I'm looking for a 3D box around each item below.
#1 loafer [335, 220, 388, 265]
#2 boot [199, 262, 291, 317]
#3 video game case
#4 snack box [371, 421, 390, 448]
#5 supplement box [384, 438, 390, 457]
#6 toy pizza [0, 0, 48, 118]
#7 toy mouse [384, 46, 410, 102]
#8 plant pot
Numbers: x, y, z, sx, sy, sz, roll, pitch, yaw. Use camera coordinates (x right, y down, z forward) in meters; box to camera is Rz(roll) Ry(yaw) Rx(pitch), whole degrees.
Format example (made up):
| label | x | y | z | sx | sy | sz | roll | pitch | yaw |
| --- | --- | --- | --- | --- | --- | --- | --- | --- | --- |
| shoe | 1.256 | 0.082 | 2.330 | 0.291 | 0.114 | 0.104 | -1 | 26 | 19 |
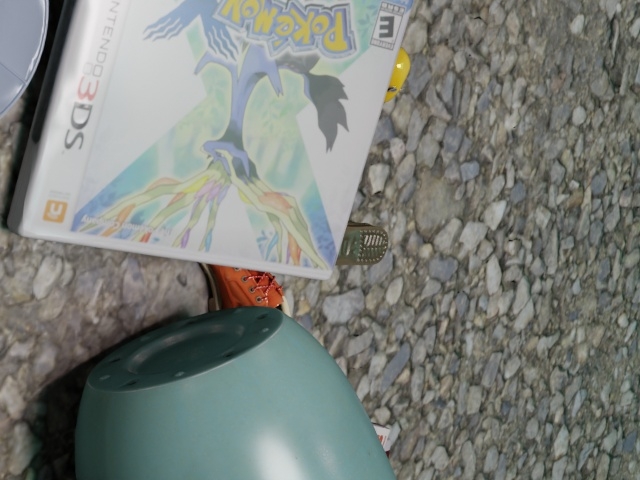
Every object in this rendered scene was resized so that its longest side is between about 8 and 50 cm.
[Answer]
| label | x | y | z | sx | sy | sz | roll | pitch | yaw |
| --- | --- | --- | --- | --- | --- | --- | --- | --- | --- |
| loafer | 0.000 | 0.000 | 1.519 | 0.148 | 0.050 | 0.056 | 10 | 95 | -36 |
| boot | -0.069 | 0.030 | 1.418 | 0.059 | 0.084 | 0.158 | -36 | 127 | -35 |
| video game case | -0.085 | -0.126 | 1.297 | 0.329 | 0.036 | 0.300 | 9 | 102 | -37 |
| snack box | 0.019 | 0.273 | 1.543 | 0.064 | 0.022 | 0.178 | 21 | 87 | -49 |
| supplement box | -0.001 | 0.329 | 1.614 | 0.130 | 0.073 | 0.239 | -7 | 107 | -47 |
| toy pizza | -0.291 | -0.171 | 1.120 | 0.201 | 0.032 | 0.201 | -19 | 116 | -44 |
| toy mouse | 0.042 | -0.166 | 1.521 | 0.143 | 0.031 | 0.161 | 0 | 103 | -50 |
| plant pot | -0.085 | 0.198 | 1.315 | 0.293 | 0.293 | 0.235 | -30 | 108 | -41 |
